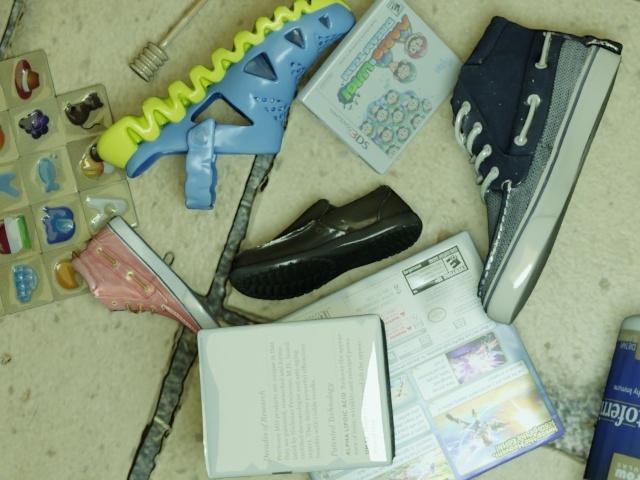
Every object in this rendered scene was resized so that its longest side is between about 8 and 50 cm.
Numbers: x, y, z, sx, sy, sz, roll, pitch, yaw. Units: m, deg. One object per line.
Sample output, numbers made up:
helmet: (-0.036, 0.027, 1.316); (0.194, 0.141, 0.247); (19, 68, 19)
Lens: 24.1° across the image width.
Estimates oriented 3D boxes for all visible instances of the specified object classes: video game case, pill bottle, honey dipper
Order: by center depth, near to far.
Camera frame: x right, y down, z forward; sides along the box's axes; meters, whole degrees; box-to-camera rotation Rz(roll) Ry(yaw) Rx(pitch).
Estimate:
pill bottle: (0.359, 0.220, 1.556); (0.153, 0.153, 0.264); (14, 85, 5)
video game case: (0.092, 0.156, 1.626); (0.270, 0.061, 0.244); (-25, 82, 1)
video game case: (0.070, -0.173, 1.641); (0.143, 0.019, 0.157); (41, 87, -33)
honey dipper: (-0.154, -0.248, 1.704); (0.030, 0.030, 0.160); (41, 84, 7)

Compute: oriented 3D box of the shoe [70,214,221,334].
shoe: (-0.193, 0.061, 1.652); (0.081, 0.063, 0.178); (-44, 84, -2)

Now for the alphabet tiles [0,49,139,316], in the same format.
alphabet tiles: (-0.390, -0.052, 1.706); (0.343, 0.011, 0.285); (-15, 83, 2)

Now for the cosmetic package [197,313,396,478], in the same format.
cosmetic package: (-0.021, 0.158, 1.527); (0.184, 0.151, 0.151); (-5, 84, 5)

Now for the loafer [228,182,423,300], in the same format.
loafer: (0.000, 0.000, 1.649); (0.220, 0.080, 0.078); (-18, 60, -8)

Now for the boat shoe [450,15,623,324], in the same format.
boat shoe: (0.197, -0.083, 1.609); (0.158, 0.127, 0.340); (20, 69, 11)

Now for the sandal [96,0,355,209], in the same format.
sandal: (-0.085, -0.148, 1.648); (0.317, 0.126, 0.138); (-37, 90, 7)
